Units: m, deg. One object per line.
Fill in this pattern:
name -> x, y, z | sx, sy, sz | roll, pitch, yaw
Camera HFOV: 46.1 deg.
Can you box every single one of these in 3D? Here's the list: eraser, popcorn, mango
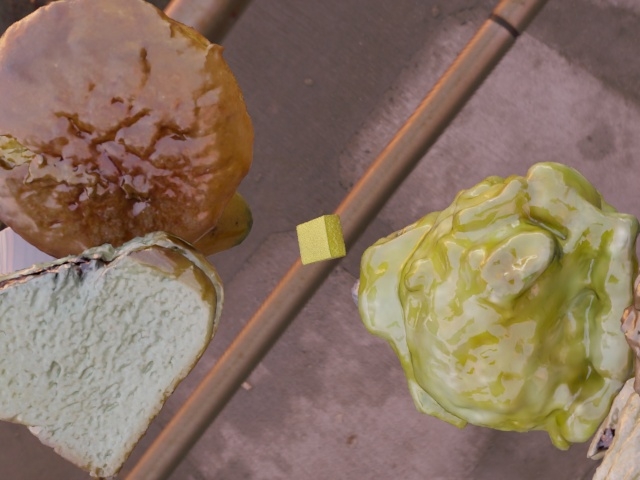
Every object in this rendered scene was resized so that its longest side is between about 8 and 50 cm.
eraser -> 0.000, 0.000, 1.721 | 0.122, 0.045, 0.097 | -19, 80, 55
popcorn -> 0.214, 0.061, 0.820 | 0.312, 0.312, 0.312 | -5, 77, 23
mango -> -0.210, -0.039, 1.187 | 0.120, 0.221, 0.151 | -38, 78, 47

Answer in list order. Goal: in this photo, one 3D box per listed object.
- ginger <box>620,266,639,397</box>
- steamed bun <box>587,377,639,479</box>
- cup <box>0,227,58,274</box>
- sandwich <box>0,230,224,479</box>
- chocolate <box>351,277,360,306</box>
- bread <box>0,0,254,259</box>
ginger -> 0.277, 0.014, 0.488 | 0.084, 0.290, 0.122 | 10, 111, 46
steamed bun -> 0.639, 0.345, 1.469 | 0.189, 0.247, 0.428 | 26, 81, 36
cup -> -0.367, 0.104, 1.186 | 0.288, 0.208, 0.273 | -14, 79, 19
sandwich -> -0.258, 0.076, 0.734 | 0.254, 0.288, 0.099 | -57, 20, 10
chocolate -> 0.112, 0.101, 1.304 | 0.167, 0.072, 0.072 | 19, 87, 55
bread -> -0.234, -0.119, 0.846 | 0.312, 0.312, 0.172 | -45, 25, 9
